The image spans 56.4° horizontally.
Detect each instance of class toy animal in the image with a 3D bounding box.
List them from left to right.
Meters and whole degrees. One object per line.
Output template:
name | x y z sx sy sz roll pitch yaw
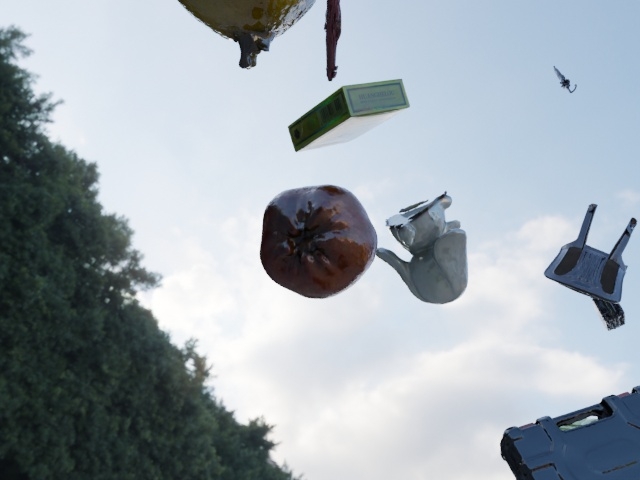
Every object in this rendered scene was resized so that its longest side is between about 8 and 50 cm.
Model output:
toy animal | 0.290 0.027 1.575 0.289 0.174 0.249 44 -47 5

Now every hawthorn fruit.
hawthorn fruit | 0.000 0.000 1.139 0.224 0.224 0.261 14 0 12

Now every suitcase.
suitcase | 0.789 0.192 1.634 0.059 0.086 0.126 -26 -34 15
suitcase | 0.453 0.354 0.936 0.285 0.206 0.066 -15 -49 -8

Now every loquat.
loquat | -0.085 -0.316 0.671 0.213 0.213 0.246 -2 -85 31

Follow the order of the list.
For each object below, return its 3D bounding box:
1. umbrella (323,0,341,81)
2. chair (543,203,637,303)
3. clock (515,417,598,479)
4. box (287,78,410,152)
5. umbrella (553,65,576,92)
umbrella | 0.018 -0.311 0.867 0.027 0.025 0.165 22 -48 24
chair | 0.661 0.079 1.471 0.175 0.326 0.183 24 -41 25
clock | 0.524 0.522 1.149 0.096 0.235 0.308 -26 -87 58
box | 0.048 -0.238 1.151 0.220 0.141 0.064 -15 -88 58
umbrella | 0.478 -0.319 1.183 0.022 0.149 0.022 27 -62 -12
